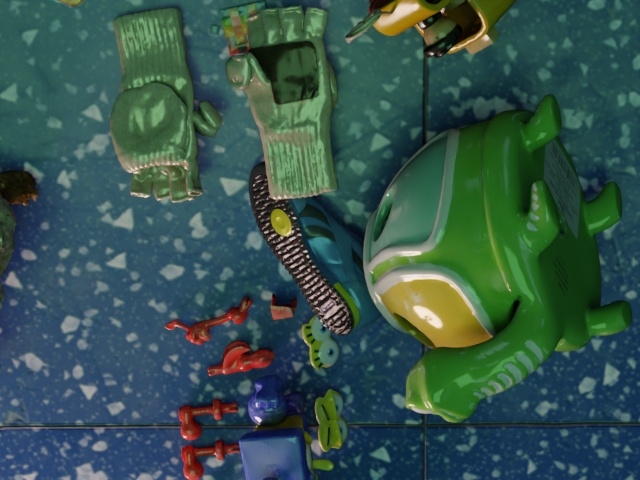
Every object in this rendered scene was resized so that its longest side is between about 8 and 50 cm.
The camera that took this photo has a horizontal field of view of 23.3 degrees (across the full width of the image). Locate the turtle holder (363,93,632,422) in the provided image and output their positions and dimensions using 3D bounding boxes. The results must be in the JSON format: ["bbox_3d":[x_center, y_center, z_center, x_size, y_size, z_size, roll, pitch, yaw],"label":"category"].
[{"bbox_3d":[0.172,0.033,1.558,0.227,0.243,0.320,-17,68,27],"label":"turtle holder"}]

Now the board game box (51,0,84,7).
[{"bbox_3d":[-0.292,-0.318,1.595,0.168,0.033,0.133,19,106,-5],"label":"board game box"}]

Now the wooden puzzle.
[{"bbox_3d":[-0.076,-0.223,1.630,0.083,0.006,0.049,-12,106,5],"label":"wooden puzzle"}]

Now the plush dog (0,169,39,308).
[{"bbox_3d":[-0.410,0.036,1.650,0.262,0.210,0.225,37,122,20],"label":"plush dog"}]

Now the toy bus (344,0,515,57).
[{"bbox_3d":[0.133,-0.235,1.526,0.202,0.191,0.104,-38,102,11],"label":"toy bus"}]

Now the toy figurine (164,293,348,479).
[{"bbox_3d":[-0.065,0.262,1.664,0.191,0.217,0.363,-5,106,3],"label":"toy figurine"}]

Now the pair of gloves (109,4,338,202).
[{"bbox_3d":[-0.102,-0.142,1.608,0.240,0.042,0.204,0,93,7],"label":"pair of gloves"}]

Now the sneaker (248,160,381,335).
[{"bbox_3d":[0.000,0.000,1.673,0.209,0.082,0.069,57,142,1],"label":"sneaker"}]
